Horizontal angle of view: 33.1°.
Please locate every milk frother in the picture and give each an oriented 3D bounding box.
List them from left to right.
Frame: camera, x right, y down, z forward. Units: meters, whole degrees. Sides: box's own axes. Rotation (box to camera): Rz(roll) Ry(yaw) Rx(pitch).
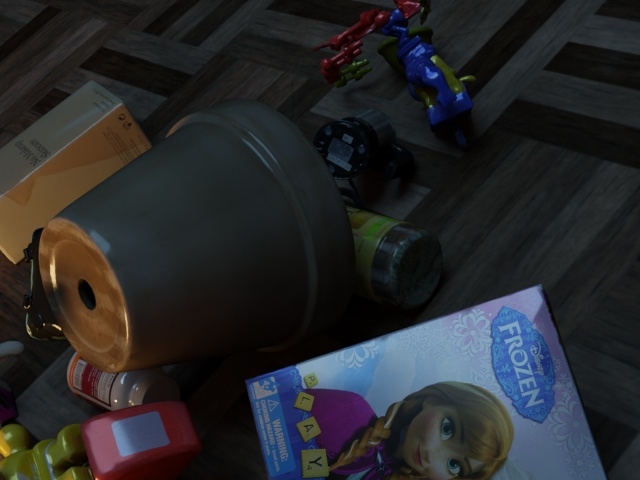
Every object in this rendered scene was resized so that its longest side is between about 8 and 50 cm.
[{"bbox_3d":[0.046,-0.104,1.544,0.143,0.129,0.135,-46,-5,25],"label":"milk frother"}]

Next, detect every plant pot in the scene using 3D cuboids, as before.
[{"bbox_3d":[-0.168,0.017,1.290,0.280,0.323,0.323,-23,30,-37],"label":"plant pot"}]

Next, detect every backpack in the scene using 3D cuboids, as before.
[{"bbox_3d":[-0.303,0.059,1.501,0.144,0.188,0.166,-5,83,24],"label":"backpack"}]

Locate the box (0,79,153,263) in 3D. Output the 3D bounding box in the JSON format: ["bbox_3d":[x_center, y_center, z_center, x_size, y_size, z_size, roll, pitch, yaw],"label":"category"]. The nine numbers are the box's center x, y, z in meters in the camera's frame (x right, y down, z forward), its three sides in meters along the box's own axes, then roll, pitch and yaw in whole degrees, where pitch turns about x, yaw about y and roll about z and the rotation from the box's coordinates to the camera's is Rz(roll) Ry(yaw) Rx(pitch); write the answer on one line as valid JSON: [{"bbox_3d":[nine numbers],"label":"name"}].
[{"bbox_3d":[-0.455,-0.120,1.837,0.311,0.121,0.148,-41,41,-14],"label":"box"}]

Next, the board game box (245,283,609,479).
[{"bbox_3d":[0.114,0.241,1.038,0.318,0.066,0.319,-20,70,12],"label":"board game box"}]

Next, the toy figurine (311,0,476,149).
[{"bbox_3d":[0.136,-0.212,1.569,0.191,0.217,0.362,-33,-4,3],"label":"toy figurine"}]

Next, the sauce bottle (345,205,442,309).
[{"bbox_3d":[0.000,0.000,1.440,0.344,0.111,0.111,17,58,40],"label":"sauce bottle"}]

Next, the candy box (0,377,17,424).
[{"bbox_3d":[-0.566,0.240,1.493,0.233,0.159,0.071,-33,38,-5],"label":"candy box"}]

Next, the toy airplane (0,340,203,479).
[{"bbox_3d":[-0.360,0.308,1.203,0.386,0.272,0.384,16,76,25],"label":"toy airplane"}]

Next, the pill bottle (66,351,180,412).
[{"bbox_3d":[-0.257,0.189,1.417,0.152,0.086,0.086,16,57,41],"label":"pill bottle"}]
